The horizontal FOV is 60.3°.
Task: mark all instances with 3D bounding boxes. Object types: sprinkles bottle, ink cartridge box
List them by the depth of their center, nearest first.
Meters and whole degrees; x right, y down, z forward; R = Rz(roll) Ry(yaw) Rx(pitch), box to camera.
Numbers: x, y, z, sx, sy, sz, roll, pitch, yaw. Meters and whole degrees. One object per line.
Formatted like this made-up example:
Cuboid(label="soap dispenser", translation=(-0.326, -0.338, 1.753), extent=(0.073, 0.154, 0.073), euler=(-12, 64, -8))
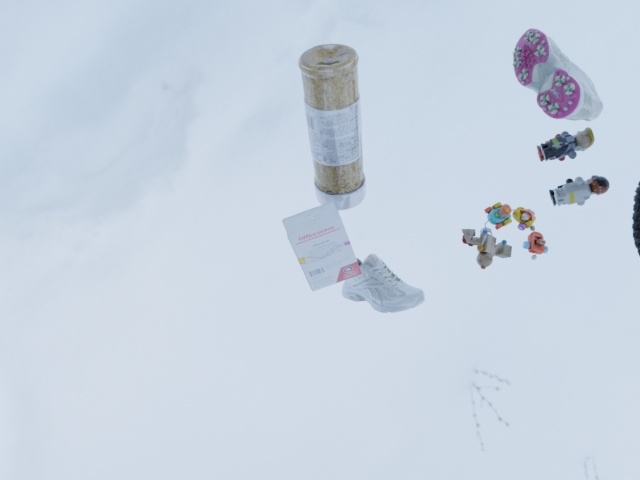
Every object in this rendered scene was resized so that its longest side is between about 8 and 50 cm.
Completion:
Cuboid(label="ink cartridge box", translation=(0.000, 0.000, 1.144), extent=(0.116, 0.067, 0.198), euler=(-20, 126, 3))
Cuboid(label="sprinkles bottle", translation=(0.032, -0.231, 1.182), extent=(0.121, 0.121, 0.355), euler=(-19, 136, -11))

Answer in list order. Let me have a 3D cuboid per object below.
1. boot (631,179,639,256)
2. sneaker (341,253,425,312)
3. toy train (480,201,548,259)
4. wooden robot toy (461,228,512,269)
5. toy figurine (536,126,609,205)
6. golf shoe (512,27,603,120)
Cuboid(label="boot", translation=(0.705, 0.038, 0.964), extent=(0.261, 0.347, 0.131), euler=(0, 160, -11))
Cuboid(label="sneaker", translation=(0.131, 0.090, 1.231), extent=(0.090, 0.232, 0.115), euler=(-17, 108, -42))
Cuboid(label="toy train", translation=(0.462, -0.031, 1.288), extent=(0.167, 0.125, 0.046), euler=(16, 154, -7))
Cuboid(label="wooden robot toy", translation=(0.366, 0.029, 1.241), extent=(0.173, 0.076, 0.078), euler=(20, 72, -43))
Cuboid(label="toy figurine", translation=(0.700, -0.201, 1.517), extent=(0.148, 0.212, 0.209), euler=(-16, 179, 18))
Cuboid(label="golf shoe", translation=(0.564, -0.390, 1.320), extent=(0.140, 0.306, 0.115), euler=(9, 141, -26))
